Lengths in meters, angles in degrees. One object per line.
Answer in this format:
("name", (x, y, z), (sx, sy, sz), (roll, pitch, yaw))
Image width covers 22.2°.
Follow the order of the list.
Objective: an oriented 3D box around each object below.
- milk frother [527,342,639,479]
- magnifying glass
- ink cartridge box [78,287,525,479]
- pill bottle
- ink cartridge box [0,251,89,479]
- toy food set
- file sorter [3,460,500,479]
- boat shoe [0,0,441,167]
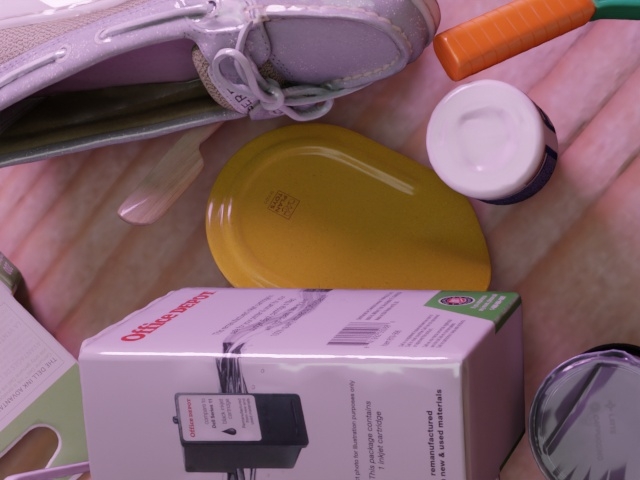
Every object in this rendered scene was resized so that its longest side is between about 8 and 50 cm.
("milk frother", (0.197, 0.120, 0.919), (0.143, 0.135, 0.129), (-7, 88, 13))
("magnifying glass", (0.169, -0.146, 0.938), (0.231, 0.026, 0.092), (-24, 77, -18))
("ink cartridge box", (-0.005, 0.081, 0.881), (0.208, 0.153, 0.087), (1, 101, 18))
("pill bottle", (0.103, -0.055, 0.953), (0.067, 0.120, 0.067), (0, 88, 14))
("ink cartridge box", (-0.258, 0.083, 1.072), (0.171, 0.056, 0.235), (-42, 104, 8))
("toy food set", (0.000, 0.000, 1.011), (0.217, 0.071, 0.128), (28, 71, 11))
("file sorter", (-0.038, 0.218, 0.946), (0.277, 0.193, 0.173), (-1, 86, 14))
("boat shoe", (-0.085, -0.101, 0.957), (0.320, 0.118, 0.103), (-3, 63, 20))
